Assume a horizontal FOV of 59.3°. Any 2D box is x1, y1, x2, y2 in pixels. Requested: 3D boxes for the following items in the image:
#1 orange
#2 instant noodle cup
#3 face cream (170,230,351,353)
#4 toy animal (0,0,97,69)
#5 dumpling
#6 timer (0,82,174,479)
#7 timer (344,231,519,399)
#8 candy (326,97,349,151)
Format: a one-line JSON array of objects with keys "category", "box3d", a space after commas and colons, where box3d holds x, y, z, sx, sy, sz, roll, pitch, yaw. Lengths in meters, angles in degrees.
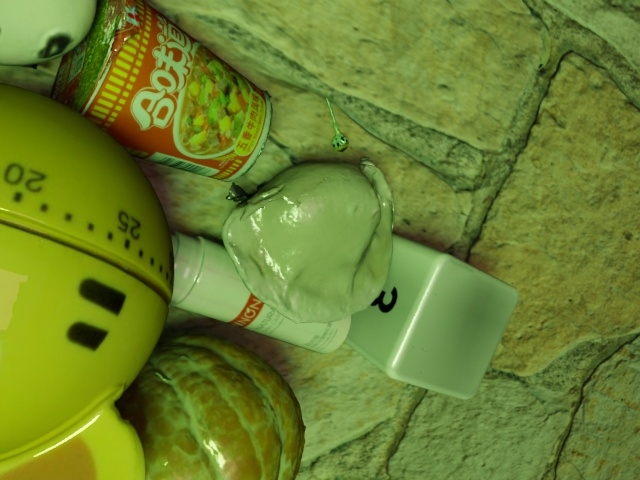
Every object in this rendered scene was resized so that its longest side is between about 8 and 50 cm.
[{"category": "orange", "box3d": [-0.181, 0.263, 0.687, 0.329, 0.329, 0.249, -28, 72, -20]}, {"category": "instant noodle cup", "box3d": [-0.173, -0.165, 0.654, 0.212, 0.193, 0.193, 21, 93, -39]}, {"category": "face cream", "box3d": [-0.112, 0.070, 0.789, 0.345, 0.102, 0.102, 24, 91, -33]}, {"category": "toy animal", "box3d": [-0.306, -0.287, 0.533, 0.165, 0.187, 0.235, -12, 110, -39]}, {"category": "dumpling", "box3d": [-0.012, -0.010, 0.785, 0.292, 0.163, 0.205, -25, 125, -36]}, {"category": "timer", "box3d": [-0.309, 0.066, 0.487, 0.376, 0.376, 0.387, 26, 61, -32]}, {"category": "timer", "box3d": [0.157, 0.112, 0.895, 0.194, 0.195, 0.193, 24, 91, -33]}, {"category": "candy", "box3d": [0.020, -0.173, 0.846, 0.023, 0.025, 0.083, -39, 113, -47]}]
